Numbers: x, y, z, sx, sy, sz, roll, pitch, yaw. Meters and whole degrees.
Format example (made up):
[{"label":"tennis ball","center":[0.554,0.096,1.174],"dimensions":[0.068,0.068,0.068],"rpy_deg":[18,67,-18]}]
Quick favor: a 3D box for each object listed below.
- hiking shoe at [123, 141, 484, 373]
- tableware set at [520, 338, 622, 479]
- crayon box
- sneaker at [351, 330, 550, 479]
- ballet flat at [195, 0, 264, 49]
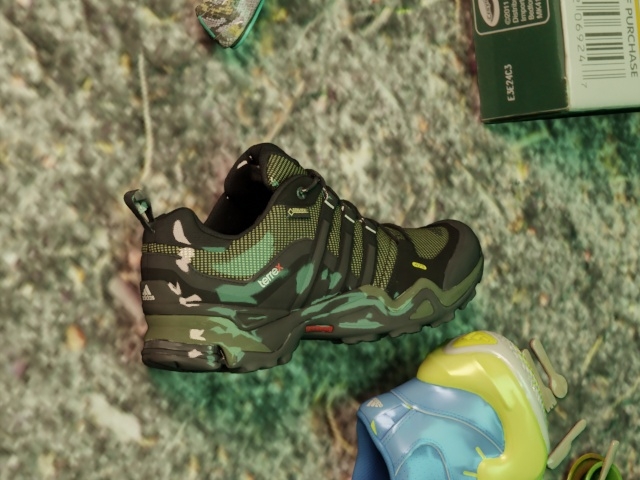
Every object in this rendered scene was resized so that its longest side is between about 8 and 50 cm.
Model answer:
[{"label":"hiking shoe","center":[0.000,0.000,1.031],"dimensions":[0.227,0.086,0.114],"rpy_deg":[-14,99,-39]},{"label":"tableware set","center":[0.145,0.146,1.185],"dimensions":[0.104,0.024,0.154],"rpy_deg":[-42,114,-33]},{"label":"crayon box","center":[0.232,-0.187,1.241],"dimensions":[0.323,0.083,0.203],"rpy_deg":[-7,91,-40]},{"label":"sneaker","center":[0.080,0.175,1.102],"dimensions":[0.126,0.091,0.240],"rpy_deg":[-20,105,-15]},{"label":"ballet flat","center":[-0.036,-0.158,1.044],"dimensions":[0.041,0.041,0.114],"rpy_deg":[45,60,-29]}]
